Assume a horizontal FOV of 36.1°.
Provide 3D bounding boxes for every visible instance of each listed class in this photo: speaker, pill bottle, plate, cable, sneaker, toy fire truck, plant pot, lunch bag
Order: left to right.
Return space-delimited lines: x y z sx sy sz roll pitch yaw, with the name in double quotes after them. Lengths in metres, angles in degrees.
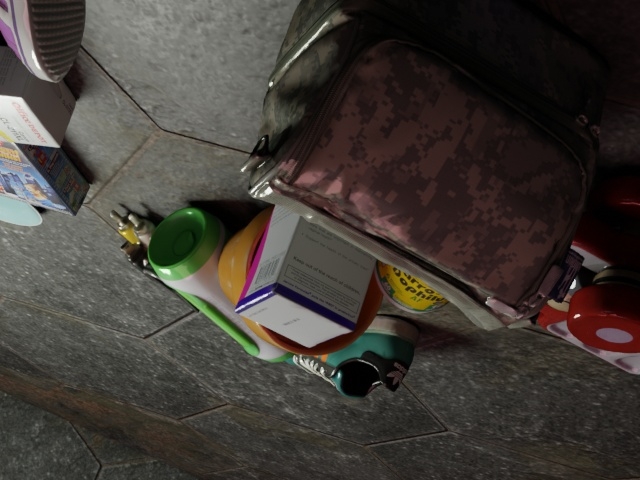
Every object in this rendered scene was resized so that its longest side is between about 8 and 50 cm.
-0.341 -0.290 0.995 0.161 0.102 0.282 15 143 17 "sneaker"
-0.538 -0.077 1.599 0.188 0.024 0.188 16 158 7 "plate"
-0.233 0.050 1.596 0.139 0.072 0.287 33 172 33 "cable"
-0.133 0.073 1.507 0.131 0.131 0.296 -1 148 35 "speaker"
-0.046 0.044 1.336 0.205 0.205 0.188 33 166 -25 "plant pot"
0.027 0.199 1.645 0.302 0.121 0.108 -11 141 46 "sneaker"
0.096 -0.085 0.896 0.305 0.256 0.212 29 153 -19 "lunch bag"
0.152 0.007 1.192 0.117 0.117 0.208 24 154 -9 "pill bottle"
0.335 0.069 1.115 0.302 0.169 0.254 25 154 -19 "toy fire truck"

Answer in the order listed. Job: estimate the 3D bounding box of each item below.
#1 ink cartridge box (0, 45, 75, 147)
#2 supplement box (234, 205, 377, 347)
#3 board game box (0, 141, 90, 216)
-0.417 -0.185 1.235 0.175 0.072 0.127 7 157 12 "ink cartridge box"
0.000 0.000 1.168 0.114 0.220 0.111 28 153 -19 "supplement box"
-0.450 -0.128 1.411 0.194 0.060 0.194 16 153 8 "board game box"
